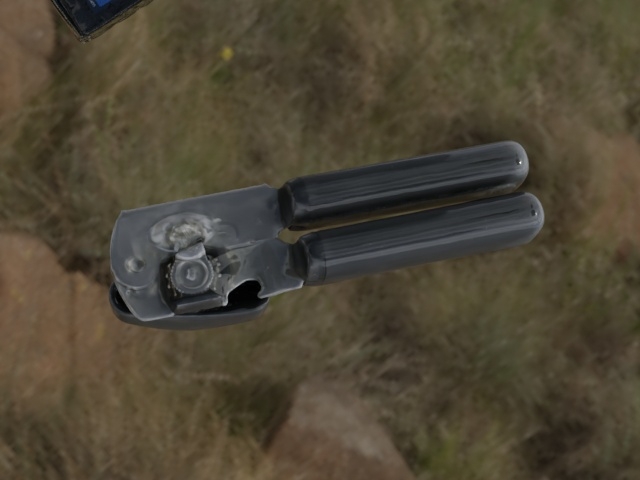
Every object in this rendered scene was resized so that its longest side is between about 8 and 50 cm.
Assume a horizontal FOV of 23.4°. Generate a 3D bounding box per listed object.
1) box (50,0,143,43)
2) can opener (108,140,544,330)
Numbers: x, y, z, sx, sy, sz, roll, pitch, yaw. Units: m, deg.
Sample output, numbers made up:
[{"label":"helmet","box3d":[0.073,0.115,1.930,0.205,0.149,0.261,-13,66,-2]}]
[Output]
[{"label":"box","box3d":[-0.043,-0.244,1.006,0.079,0.322,0.257,57,-3,-12]},{"label":"can opener","box3d":[0.000,0.000,1.010,0.283,0.095,0.076,-11,71,-11]}]
